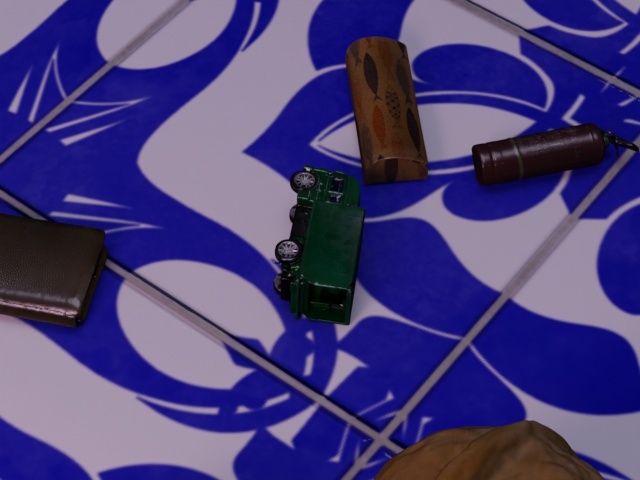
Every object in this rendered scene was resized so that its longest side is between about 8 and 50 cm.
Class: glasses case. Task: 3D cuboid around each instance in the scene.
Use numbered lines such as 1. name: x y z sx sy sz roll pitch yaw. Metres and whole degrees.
1. glasses case: 0.066 -0.134 1.750 0.064 0.041 0.170 -4 51 -4

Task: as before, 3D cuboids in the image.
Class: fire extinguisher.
1. fire extinguisher: 0.229 -0.092 1.716 0.157 0.045 0.078 -12 31 -7

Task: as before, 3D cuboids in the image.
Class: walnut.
1. walnut: 0.123 0.259 1.301 0.224 0.257 0.257 15 49 42

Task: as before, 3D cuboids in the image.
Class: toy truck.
1. toy truck: 0.000 0.000 1.629 0.079 0.065 0.147 7 52 3

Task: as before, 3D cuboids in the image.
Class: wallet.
1. wallet: -0.308 0.021 1.635 0.198 0.031 0.110 9 52 7
